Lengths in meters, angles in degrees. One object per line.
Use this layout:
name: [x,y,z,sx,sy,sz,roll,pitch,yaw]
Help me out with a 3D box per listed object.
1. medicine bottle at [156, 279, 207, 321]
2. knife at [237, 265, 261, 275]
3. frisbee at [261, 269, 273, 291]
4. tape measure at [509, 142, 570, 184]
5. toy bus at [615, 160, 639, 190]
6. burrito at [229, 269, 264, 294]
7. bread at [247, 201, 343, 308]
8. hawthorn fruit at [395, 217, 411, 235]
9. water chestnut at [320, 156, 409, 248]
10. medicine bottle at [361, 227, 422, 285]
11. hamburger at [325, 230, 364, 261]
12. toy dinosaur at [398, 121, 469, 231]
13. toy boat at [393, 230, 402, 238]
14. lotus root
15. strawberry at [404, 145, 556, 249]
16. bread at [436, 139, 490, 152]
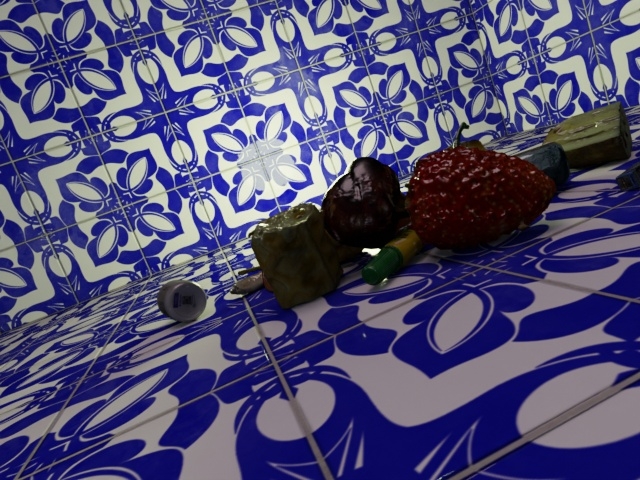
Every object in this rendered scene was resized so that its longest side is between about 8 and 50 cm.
medicine bottle: [-0.478,0.200,1.581,0.135,0.135,0.215,-26,10,-30]
knife: [-0.180,0.100,1.853,0.343,0.027,0.061,-14,7,16]
frisbee: [-0.138,0.044,1.527,0.021,0.251,0.251,10,-5,-26]
tape measure: [0.656,-0.210,1.516,0.256,0.147,0.275,-23,6,-29]
toy bus: [0.833,-0.174,1.226,0.153,0.051,0.061,-27,-1,-32]
burrito: [-0.194,0.127,1.647,0.275,0.059,0.082,-26,1,-36]
bread: [-0.063,0.044,1.293,0.196,0.252,0.238,-12,16,21]
hawthorn fruit: [0.233,-0.081,1.604,0.189,0.189,0.189,-20,9,3]
water chestnut: [0.134,-0.093,1.364,0.289,0.244,0.289,-48,-5,-6]
medicine bottle: [0.200,0.040,1.253,0.111,0.076,0.309,-33,0,38]
hamburger: [0.000,0.000,1.605,0.314,0.170,0.290,-24,10,-24]
toy dinosaur: [0.400,-0.211,1.573,0.447,0.301,0.087,-24,12,-31]
toy boat: [0.276,-0.010,1.422,0.137,0.060,0.061,-21,26,35]
lotus root: [0.938,-0.335,1.657,0.260,0.149,0.267,-17,27,42]
strawberry: [0.390,-0.097,1.170,0.343,0.292,0.292,5,22,35]
bread: [0.590,-0.314,2.068,0.341,0.210,0.300,-18,7,18]
